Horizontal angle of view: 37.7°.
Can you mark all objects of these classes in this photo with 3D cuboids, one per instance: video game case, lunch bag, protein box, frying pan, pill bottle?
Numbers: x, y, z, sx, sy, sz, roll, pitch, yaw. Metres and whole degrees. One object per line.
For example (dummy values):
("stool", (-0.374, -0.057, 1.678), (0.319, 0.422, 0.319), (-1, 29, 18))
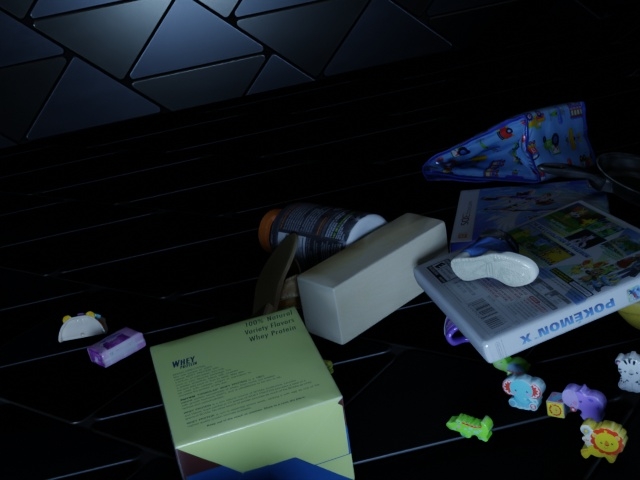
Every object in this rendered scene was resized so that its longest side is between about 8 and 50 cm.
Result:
("video game case", (0.374, -0.033, 1.662), (0.269, 0.061, 0.244), (-5, 24, 15))
("lunch bag", (0.363, -0.178, 1.891), (0.221, 0.138, 0.293), (-16, 6, -43))
("protein box", (-0.088, 0.212, 1.159), (0.199, 0.136, 0.201), (-15, 32, -12))
("frying pan", (0.540, -0.092, 1.639), (0.326, 0.053, 0.197), (-15, 39, -40))
("pill bottle", (0.000, 0.000, 1.669), (0.245, 0.130, 0.130), (12, 32, 43))
("video game case", (0.316, 0.045, 1.343), (0.300, 0.036, 0.329), (-22, 18, -4))

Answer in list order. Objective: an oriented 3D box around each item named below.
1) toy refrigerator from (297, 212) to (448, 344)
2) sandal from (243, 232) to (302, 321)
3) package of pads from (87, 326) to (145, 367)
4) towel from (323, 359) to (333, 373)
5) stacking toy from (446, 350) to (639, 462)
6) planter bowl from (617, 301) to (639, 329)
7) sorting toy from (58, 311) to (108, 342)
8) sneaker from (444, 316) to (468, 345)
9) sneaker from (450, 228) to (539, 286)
("toy refrigerator", (0.089, 0.055, 1.528), (0.269, 0.102, 0.094), (-29, 31, -36))
("sandal", (-0.062, 0.098, 1.559), (0.088, 0.079, 0.240), (-33, 25, 40))
("package of pads", (-0.335, 0.175, 1.541), (0.083, 0.032, 0.050), (-29, 27, -37))
("towel", (-0.089, 0.229, 1.314), (0.102, 0.021, 0.237), (2, 26, 42))
("stacking toy", (0.290, 0.193, 1.172), (0.221, 0.052, 0.167), (3, 26, 33))
("planter bowl", (0.483, 0.070, 1.314), (0.217, 0.090, 0.217), (-15, 21, 6))
("sorting toy", (-0.414, 0.146, 1.652), (0.083, 0.045, 0.075), (-10, 3, 2))
("sneaker", (0.261, 0.128, 1.353), (0.169, 0.068, 0.071), (-11, 34, 25))
("sneaker", (0.261, 0.019, 1.321), (0.084, 0.058, 0.152), (-41, 19, -27))
